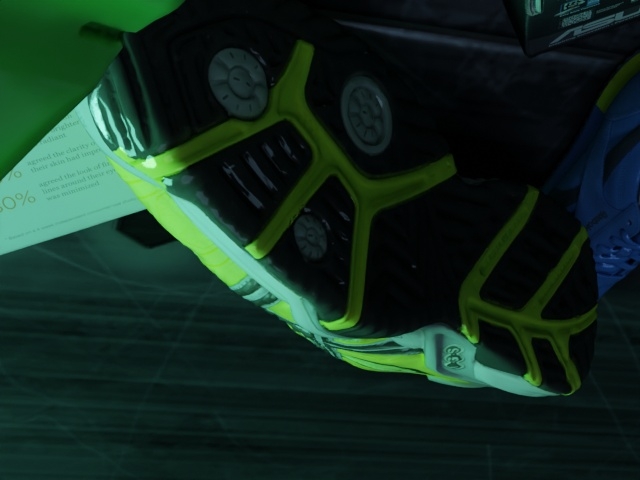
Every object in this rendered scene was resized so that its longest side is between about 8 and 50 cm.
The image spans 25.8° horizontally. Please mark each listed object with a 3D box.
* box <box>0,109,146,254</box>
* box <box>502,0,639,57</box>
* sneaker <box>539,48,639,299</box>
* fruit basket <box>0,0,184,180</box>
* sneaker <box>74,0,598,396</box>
[{"bbox_3d":[-0.167,-0.084,0.668,0.130,0.091,0.170,-17,135,2],"label":"box"},{"bbox_3d":[0.252,-0.213,0.544,0.395,0.097,0.318,-19,172,5],"label":"box"},{"bbox_3d":[0.178,-0.014,0.831,0.069,0.082,0.209,4,133,-21],"label":"sneaker"},{"bbox_3d":[-0.231,-0.191,0.358,0.283,0.392,0.392,-40,129,22],"label":"fruit basket"},{"bbox_3d":[0.000,0.000,0.725,0.147,0.145,0.385,-7,151,37],"label":"sneaker"}]
